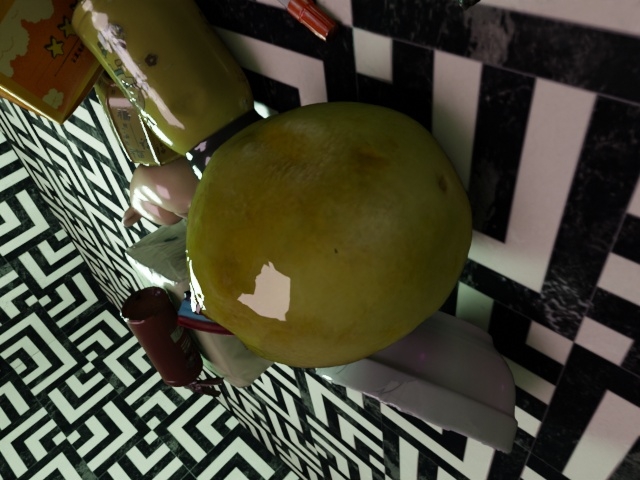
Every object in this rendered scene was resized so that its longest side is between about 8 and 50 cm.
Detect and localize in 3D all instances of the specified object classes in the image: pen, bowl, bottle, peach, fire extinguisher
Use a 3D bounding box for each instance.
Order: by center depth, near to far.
[{"bbox_3d":[0.008,-0.002,0.637,0.315,0.315,0.281,23,158,30],"label":"peach"},{"bbox_3d":[-0.069,-0.321,0.639,0.239,0.028,0.028,44,152,11],"label":"pen"},{"bbox_3d":[0.149,0.181,0.762,0.287,0.143,0.287,21,168,5],"label":"bowl"},{"bbox_3d":[-0.194,-0.217,0.795,0.351,0.172,0.172,56,152,-12],"label":"bottle"},{"bbox_3d":[-0.326,0.258,1.229,0.148,0.106,0.336,1,132,19],"label":"fire extinguisher"}]

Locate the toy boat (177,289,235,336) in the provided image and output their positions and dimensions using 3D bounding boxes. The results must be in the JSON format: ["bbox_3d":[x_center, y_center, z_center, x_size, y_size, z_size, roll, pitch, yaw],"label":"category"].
[{"bbox_3d":[-0.120,0.154,1.082,0.393,0.136,0.079,4,105,16],"label":"toy boat"}]

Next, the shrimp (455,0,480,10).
[{"bbox_3d":[0.094,-0.299,0.413,0.150,0.051,0.217,-18,107,53],"label":"shrimp"}]

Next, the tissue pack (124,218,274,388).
[{"bbox_3d":[-0.278,0.151,1.338,0.297,0.207,0.380,21,141,42],"label":"tissue pack"}]

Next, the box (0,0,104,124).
[{"bbox_3d":[-0.491,-0.368,0.816,0.284,0.259,0.214,26,171,18],"label":"box"}]

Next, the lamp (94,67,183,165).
[{"bbox_3d":[-0.306,-0.236,0.948,0.161,0.161,0.185,32,150,30],"label":"lamp"}]

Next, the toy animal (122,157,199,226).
[{"bbox_3d":[-0.324,-0.112,1.130,0.250,0.166,0.154,-15,122,49],"label":"toy animal"}]
